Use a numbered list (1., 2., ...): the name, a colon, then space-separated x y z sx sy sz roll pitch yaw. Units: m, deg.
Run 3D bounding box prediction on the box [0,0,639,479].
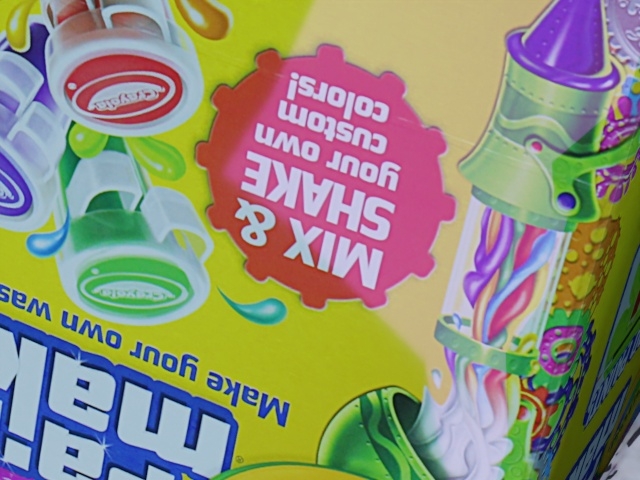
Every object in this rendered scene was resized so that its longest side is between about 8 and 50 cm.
1. box: -0.035 -0.086 0.472 0.290 0.177 0.279 20 117 16
